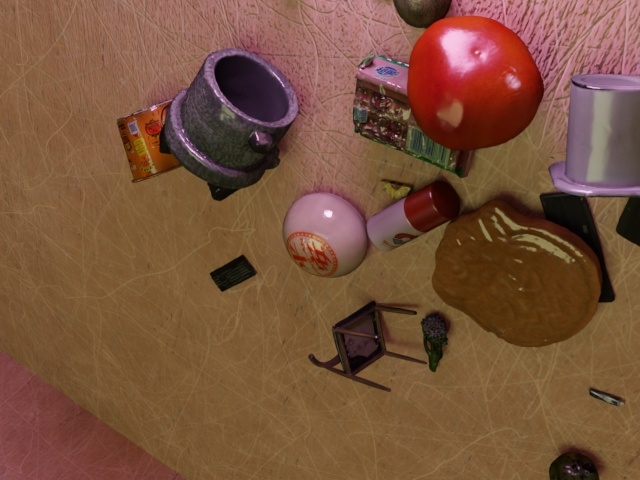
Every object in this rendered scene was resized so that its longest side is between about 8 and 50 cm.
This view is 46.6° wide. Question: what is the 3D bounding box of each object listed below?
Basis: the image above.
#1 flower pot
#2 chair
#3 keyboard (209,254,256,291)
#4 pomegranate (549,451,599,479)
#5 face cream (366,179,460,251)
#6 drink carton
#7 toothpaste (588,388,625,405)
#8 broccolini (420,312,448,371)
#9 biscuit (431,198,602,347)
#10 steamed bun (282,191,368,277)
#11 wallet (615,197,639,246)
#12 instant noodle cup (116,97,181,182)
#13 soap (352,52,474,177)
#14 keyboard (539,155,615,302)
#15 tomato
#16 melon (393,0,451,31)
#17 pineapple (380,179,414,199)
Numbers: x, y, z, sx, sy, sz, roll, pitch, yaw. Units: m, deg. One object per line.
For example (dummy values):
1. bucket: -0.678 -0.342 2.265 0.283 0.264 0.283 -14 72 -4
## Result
1. flower pot: -0.205 -0.259 1.738 0.299 0.299 0.283 45 129 -1
2. chair: 0.110 0.267 1.952 0.272 0.188 0.166 3 112 45
3. keyboard: -0.269 0.103 2.253 0.197 0.015 0.074 -27 104 46
4. pomegranate: 0.642 0.602 1.887 0.122 0.122 0.161 19 161 26
5. face cream: 0.209 -0.054 1.698 0.095 0.096 0.214 52 137 -8
6. drink carton: 0.511 -0.186 1.297 0.186 0.191 0.189 6 114 11
7. toothpaste: 0.669 0.369 1.740 0.083 0.019 0.027 16 148 33
8. broccolini: 0.299 0.264 1.931 0.091 0.068 0.202 34 154 30
9. biscuit: 0.423 0.088 1.647 0.365 0.062 0.385 33 143 13
10. steamed bun: 0.000 0.000 1.867 0.232 0.145 0.231 21 133 24
11. wallet: 0.694 -0.024 1.389 0.245 0.052 0.168 29 136 22
12. instant noodle cup: -0.425 -0.266 1.951 0.216 0.216 0.172 -9 107 42
13. soap: 0.198 -0.256 1.546 0.274 0.098 0.217 25 135 20
14. keyboard: 0.516 -0.024 1.538 0.104 0.041 0.381 -5 126 39
15. tomato: 0.277 -0.292 1.349 0.260 0.259 0.180 33 171 12
16. melon: 0.188 -0.467 1.374 0.114 0.114 0.167 5 119 35
17. pineapple: 0.179 -0.116 1.732 0.083 0.019 0.045 13 123 31
